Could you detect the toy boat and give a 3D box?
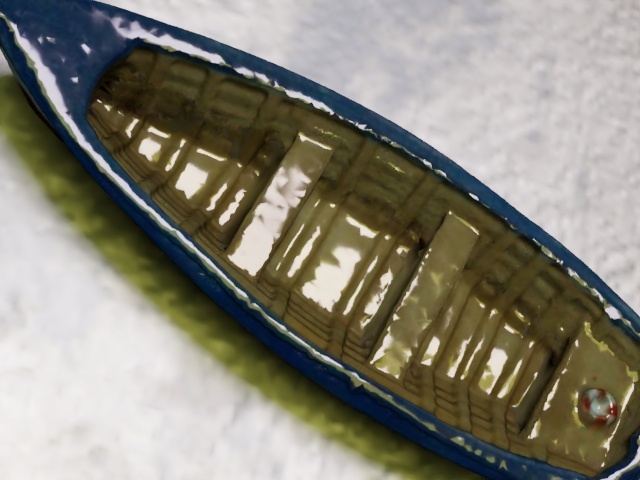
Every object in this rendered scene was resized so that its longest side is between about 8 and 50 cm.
[{"bbox_3d":[0.000,0.000,0.427,0.229,0.046,0.080,32,71,-5],"label":"toy boat"}]
